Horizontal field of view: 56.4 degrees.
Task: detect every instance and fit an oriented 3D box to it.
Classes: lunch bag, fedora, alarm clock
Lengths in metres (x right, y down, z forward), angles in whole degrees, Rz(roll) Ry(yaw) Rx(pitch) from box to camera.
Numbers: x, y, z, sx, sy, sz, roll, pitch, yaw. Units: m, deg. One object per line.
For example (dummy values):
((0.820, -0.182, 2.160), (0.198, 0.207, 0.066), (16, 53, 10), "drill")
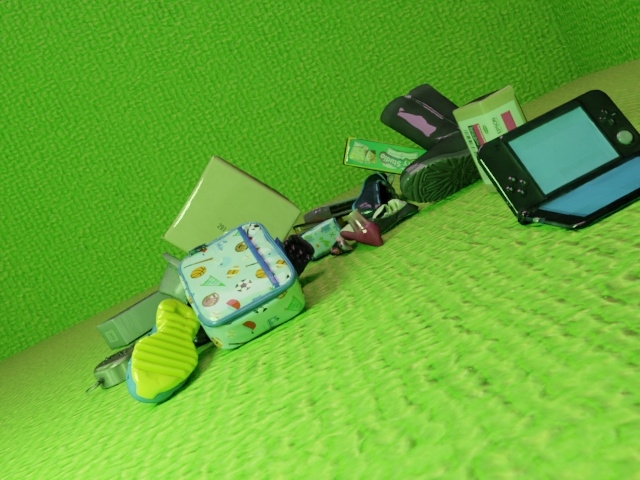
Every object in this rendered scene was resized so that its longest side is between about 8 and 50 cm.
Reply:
((-0.173, 0.083, 1.315), (0.243, 0.115, 0.303), (-30, 38, -8), "lunch bag")
((-0.428, 0.149, 1.907), (0.124, 0.243, 0.275), (-57, 24, -10), "fedora")
((-0.502, 0.315, 1.461), (0.129, 0.064, 0.192), (-21, 12, 31), "alarm clock")
((0.000, 0.000, 1.827), (0.128, 0.096, 0.151), (-30, -5, -10), "lunch bag")

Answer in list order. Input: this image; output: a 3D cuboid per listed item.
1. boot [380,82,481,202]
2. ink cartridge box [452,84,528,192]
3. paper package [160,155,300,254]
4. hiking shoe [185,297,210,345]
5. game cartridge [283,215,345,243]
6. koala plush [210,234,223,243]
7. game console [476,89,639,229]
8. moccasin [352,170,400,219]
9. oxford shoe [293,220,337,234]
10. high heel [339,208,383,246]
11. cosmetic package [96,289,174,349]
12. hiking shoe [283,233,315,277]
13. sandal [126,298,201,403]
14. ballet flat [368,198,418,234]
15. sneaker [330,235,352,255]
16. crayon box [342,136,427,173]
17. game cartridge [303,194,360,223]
((0.313, -0.322, 1.881), (0.366, 0.146, 0.445), (-20, 44, -15), "boot")
((0.426, -0.232, 1.421), (0.088, 0.235, 0.193), (-27, 7, -3), "ink cartridge box")
((-0.271, -0.057, 1.876), (0.310, 0.324, 0.168), (-58, 6, 3), "paper package")
((-0.271, 0.168, 1.470), (0.086, 0.114, 0.227), (-22, 8, 22), "hiking shoe")
((-0.095, 0.017, 2.151), (0.323, 0.053, 0.285), (-23, 8, 25), "game cartridge")
((-0.231, 0.092, 1.657), (0.221, 0.196, 0.203), (-19, 22, 41), "koala plush")
((0.470, -0.155, 1.048), (0.293, 0.250, 0.173), (-27, -19, -7), "game console")
((0.207, -0.139, 2.025), (0.116, 0.138, 0.342), (-18, 25, 25), "moccasin")
((-0.010, -0.024, 1.917), (0.076, 0.076, 0.212), (0, 1, 37), "oxford shoe")
((0.121, -0.011, 1.650), (0.082, 0.117, 0.244), (-37, -9, -12), "high heel")
((-0.609, 0.261, 2.014), (0.127, 0.107, 0.238), (-23, 11, 41), "cosmetic package")
((-0.118, 0.114, 1.498), (0.304, 0.113, 0.132), (-43, -13, -46), "hiking shoe")
((-0.322, 0.245, 1.220), (0.138, 0.126, 0.317), (-61, 8, 14), "sandal")
((0.209, -0.080, 1.731), (0.203, 0.074, 0.074), (-31, 9, -34), "ballet flat")
((0.054, 0.024, 1.681), (0.057, 0.047, 0.119), (-46, 7, 0), "sneaker")
((0.267, -0.293, 2.144), (0.362, 0.106, 0.313), (9, 7, -1), "crayon box")
((0.092, -0.122, 2.250), (0.297, 0.062, 0.198), (-18, -5, -16), "game cartridge")
